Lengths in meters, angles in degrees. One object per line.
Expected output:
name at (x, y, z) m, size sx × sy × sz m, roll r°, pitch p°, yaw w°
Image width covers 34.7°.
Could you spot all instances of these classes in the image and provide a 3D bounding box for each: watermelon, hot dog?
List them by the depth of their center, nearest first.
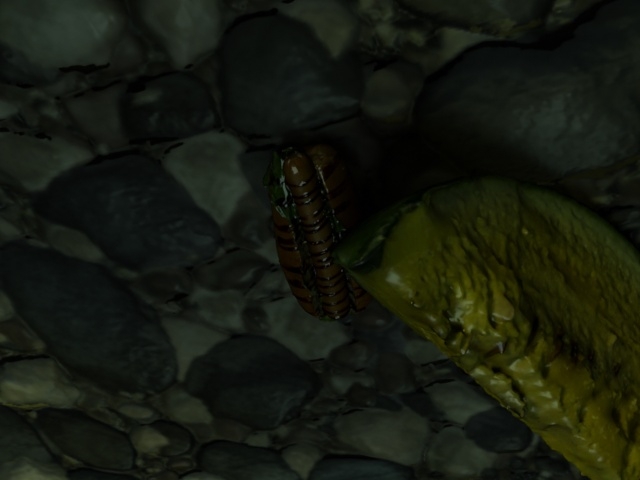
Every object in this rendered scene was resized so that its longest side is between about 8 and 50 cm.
watermelon at (0.115, 0.065, 0.502) m, size 0.123 × 0.129 × 0.301 m, roll -34°, pitch 118°, yaw 28°
hot dog at (0.000, 0.000, 0.513) m, size 0.049 × 0.037 × 0.122 m, roll -10°, pitch 134°, yaw 9°
